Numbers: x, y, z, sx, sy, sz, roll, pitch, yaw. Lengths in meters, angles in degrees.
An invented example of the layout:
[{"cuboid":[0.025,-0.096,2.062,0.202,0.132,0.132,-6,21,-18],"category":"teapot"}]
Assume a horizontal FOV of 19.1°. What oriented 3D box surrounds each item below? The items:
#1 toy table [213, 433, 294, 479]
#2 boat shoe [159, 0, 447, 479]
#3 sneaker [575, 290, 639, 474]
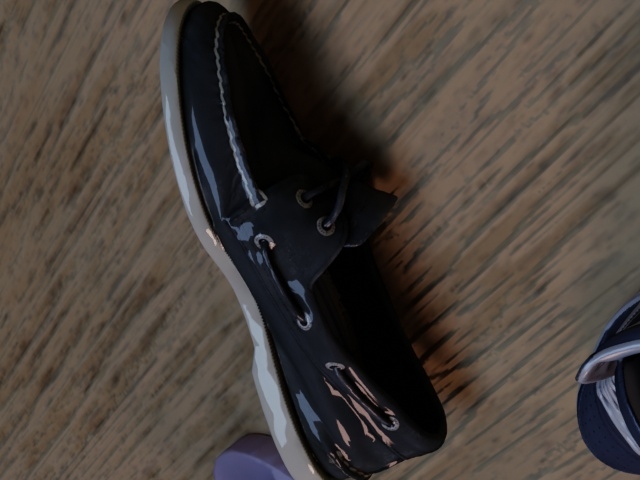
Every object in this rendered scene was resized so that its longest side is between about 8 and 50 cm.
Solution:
[{"cuboid":[-0.024,0.292,1.443,0.274,0.161,0.252,39,145,23],"category":"toy table"},{"cuboid":[-0.001,0.002,1.188,0.113,0.127,0.340,-8,109,23],"category":"boat shoe"},{"cuboid":[0.178,0.083,0.986,0.099,0.153,0.282,50,148,6],"category":"sneaker"}]
